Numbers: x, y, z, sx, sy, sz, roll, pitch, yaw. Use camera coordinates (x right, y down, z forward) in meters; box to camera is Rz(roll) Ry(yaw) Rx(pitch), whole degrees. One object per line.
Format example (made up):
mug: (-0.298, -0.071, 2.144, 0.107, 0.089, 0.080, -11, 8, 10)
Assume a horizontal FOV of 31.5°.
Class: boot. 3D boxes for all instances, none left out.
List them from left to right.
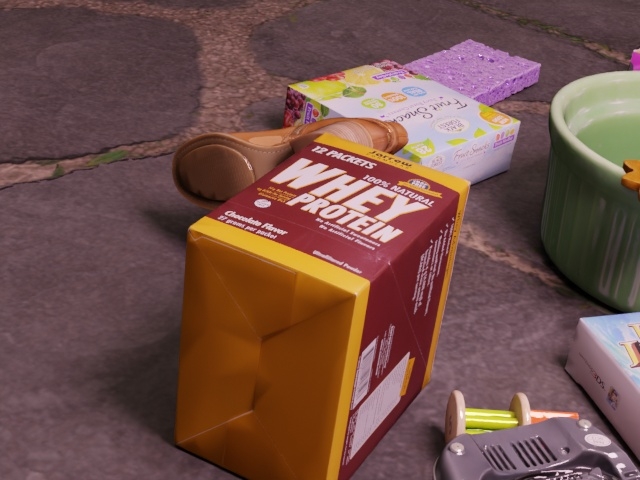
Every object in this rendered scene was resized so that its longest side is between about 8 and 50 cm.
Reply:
boot: (-0.025, -0.075, 1.062, 0.197, 0.073, 0.152, -2, 10, 29)

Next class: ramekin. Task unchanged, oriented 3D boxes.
ramekin: (0.363, -0.040, 1.120, 0.303, 0.148, 0.303, 5, 31, -3)

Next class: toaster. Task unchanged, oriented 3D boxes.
toaster: (0.143, 0.219, 0.643, 0.129, 0.146, 0.227, -7, 33, -21)

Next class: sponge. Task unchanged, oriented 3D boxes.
sponge: (0.183, -0.210, 1.480, 0.117, 0.031, 0.210, 27, 36, 30)

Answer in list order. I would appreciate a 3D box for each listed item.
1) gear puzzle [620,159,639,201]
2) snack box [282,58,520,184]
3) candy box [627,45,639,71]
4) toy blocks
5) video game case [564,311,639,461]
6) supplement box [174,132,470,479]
gear puzzle: (0.400, -0.067, 0.992, 0.339, 0.044, 0.175, -16, 40, -30)
snack box: (0.090, -0.127, 1.286, 0.207, 0.070, 0.174, 33, 39, 33)
candy box: (0.532, -0.237, 1.559, 0.159, 0.071, 0.233, 23, 35, 24)
toy blocks: (0.172, 0.163, 0.834, 0.148, 0.054, 0.123, 5, 31, -3)
video game case: (0.375, 0.139, 0.910, 0.269, 0.061, 0.244, -4, 32, -18)
supplement box: (0.002, 0.053, 0.847, 0.129, 0.191, 0.194, 21, 33, 21)
